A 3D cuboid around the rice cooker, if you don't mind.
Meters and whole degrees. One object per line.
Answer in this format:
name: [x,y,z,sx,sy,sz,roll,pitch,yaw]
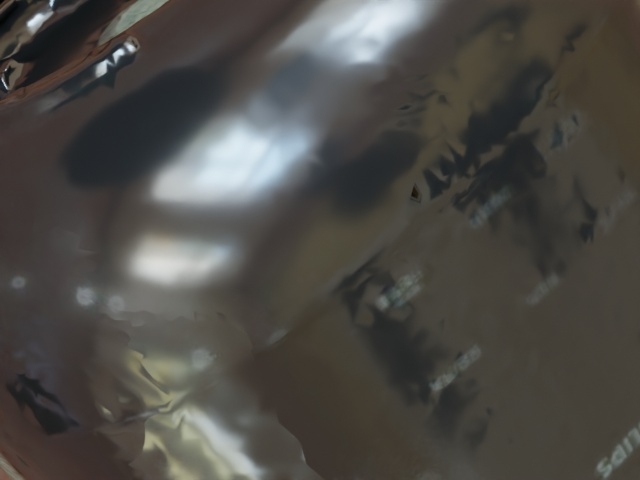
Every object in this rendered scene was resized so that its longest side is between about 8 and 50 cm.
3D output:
rice cooker: [0.000,0.000,0.552,0.224,0.267,0.267,52,52,-23]
